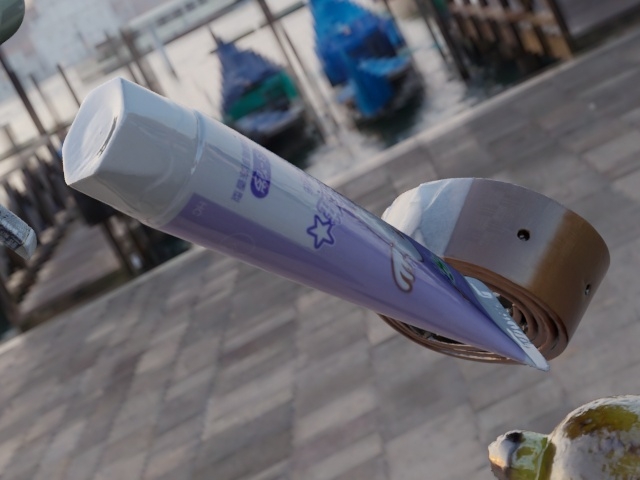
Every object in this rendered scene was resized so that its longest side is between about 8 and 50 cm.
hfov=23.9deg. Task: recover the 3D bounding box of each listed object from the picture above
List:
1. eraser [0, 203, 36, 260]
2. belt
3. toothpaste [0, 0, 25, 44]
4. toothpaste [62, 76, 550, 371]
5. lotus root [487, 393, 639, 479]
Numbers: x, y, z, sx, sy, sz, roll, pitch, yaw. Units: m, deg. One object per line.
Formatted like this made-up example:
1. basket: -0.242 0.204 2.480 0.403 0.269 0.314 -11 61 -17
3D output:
1. eraser: -0.283 -0.022 1.304 0.019 0.099 0.027 -36 25 32
2. belt: 0.134 0.030 1.329 0.261 0.184 0.105 -6 51 62
3. toothpaste: -0.171 -0.064 0.587 0.064 0.041 0.218 -51 4 36
4. toothpaste: 0.000 0.000 1.024 0.080 0.371 0.125 -54 34 14
5. lotus root: 0.285 0.214 1.257 0.314 0.141 0.169 17 80 33
